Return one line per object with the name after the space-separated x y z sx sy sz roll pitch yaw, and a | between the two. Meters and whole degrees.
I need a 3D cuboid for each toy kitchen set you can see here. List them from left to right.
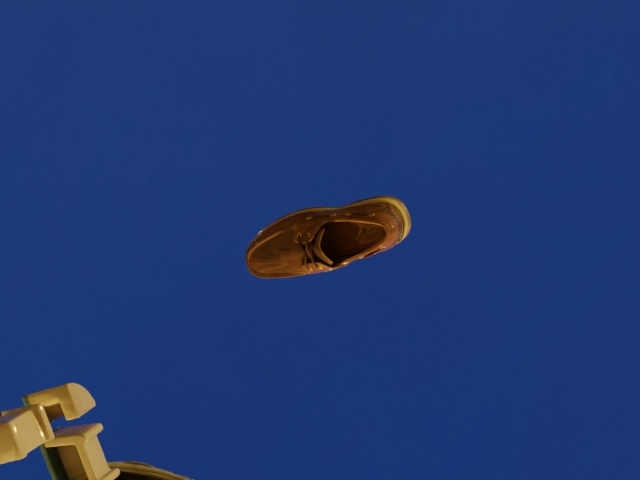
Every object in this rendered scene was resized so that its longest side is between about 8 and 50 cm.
-0.314 0.281 1.536 0.122 0.166 0.207 -17 -83 23 | toy kitchen set

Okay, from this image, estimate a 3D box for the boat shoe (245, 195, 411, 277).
0.000 0.000 1.389 0.178 0.064 0.060 -15 -169 21 | boat shoe

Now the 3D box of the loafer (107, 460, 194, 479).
-0.156 0.354 1.702 0.319 0.111 0.112 14 -119 34 | loafer
